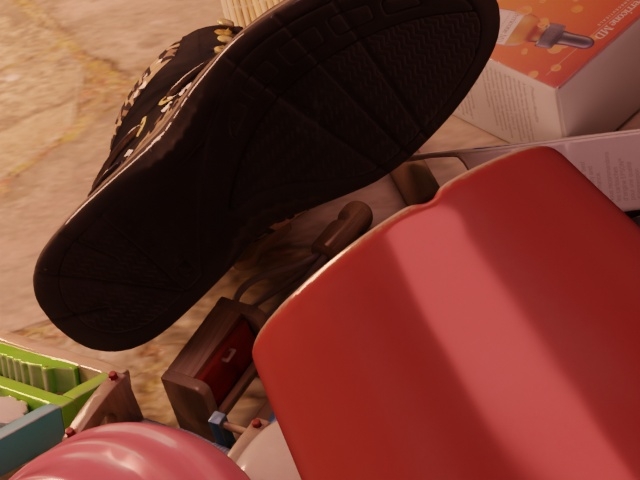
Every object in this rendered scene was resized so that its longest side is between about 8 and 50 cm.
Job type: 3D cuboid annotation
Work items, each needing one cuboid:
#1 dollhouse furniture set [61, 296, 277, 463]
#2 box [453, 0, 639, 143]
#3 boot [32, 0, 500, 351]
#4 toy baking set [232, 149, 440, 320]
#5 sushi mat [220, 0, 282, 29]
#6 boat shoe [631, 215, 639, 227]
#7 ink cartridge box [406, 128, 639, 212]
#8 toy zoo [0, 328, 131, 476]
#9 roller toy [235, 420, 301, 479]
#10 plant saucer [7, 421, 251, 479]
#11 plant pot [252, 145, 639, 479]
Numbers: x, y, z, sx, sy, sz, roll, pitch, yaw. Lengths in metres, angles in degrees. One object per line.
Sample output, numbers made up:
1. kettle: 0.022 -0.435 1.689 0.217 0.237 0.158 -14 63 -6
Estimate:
1. dollhouse furniture set: -0.060 0.123 1.325 0.129 0.129 0.184 15 52 28
2. box: 0.173 -0.153 1.562 0.130 0.091 0.170 -41 48 -24
3. boot: -0.038 -0.100 1.413 0.377 0.138 0.284 -42 14 16
4. toy baking set: 0.006 -0.004 1.506 0.196 0.030 0.256 -27 37 -4
5. sushi mat: -0.015 -0.223 1.743 0.151 0.019 0.316 -16 44 1
6. boat shoe: 0.211 0.028 1.260 0.102 0.092 0.285 11 9 24
7. ink cartridge box: 0.234 -0.055 1.394 0.370 0.069 0.176 -4 3 10
8. toy zoo: -0.300 0.138 1.361 0.192 0.030 0.293 13 29 39
9. roller toy: 0.026 0.204 1.168 0.146 0.209 0.191 8 43 24
10. plant saucer: -0.145 0.264 1.104 0.332 0.084 0.332 -18 64 43
11. plant pot: 0.109 0.103 0.991 0.275 0.275 0.243 -31 77 -14
